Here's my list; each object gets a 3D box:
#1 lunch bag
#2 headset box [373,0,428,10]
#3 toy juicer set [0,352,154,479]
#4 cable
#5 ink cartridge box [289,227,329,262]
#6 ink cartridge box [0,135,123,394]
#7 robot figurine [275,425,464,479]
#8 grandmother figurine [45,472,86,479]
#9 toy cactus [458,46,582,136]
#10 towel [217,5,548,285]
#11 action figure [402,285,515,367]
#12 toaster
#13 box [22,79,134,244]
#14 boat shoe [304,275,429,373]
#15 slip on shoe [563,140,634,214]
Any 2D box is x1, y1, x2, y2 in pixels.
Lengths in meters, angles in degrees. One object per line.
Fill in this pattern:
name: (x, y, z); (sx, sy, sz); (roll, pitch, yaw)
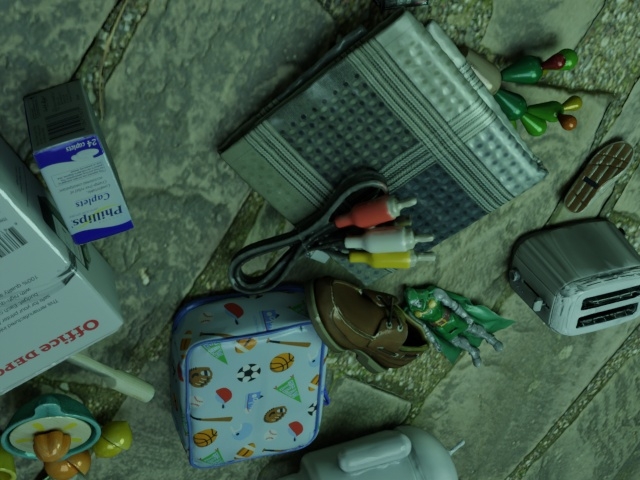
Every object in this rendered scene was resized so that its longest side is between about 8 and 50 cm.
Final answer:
lunch bag: (-0.102, 0.213, 1.314); (0.243, 0.115, 0.303); (-10, 130, -19)
headset box: (0.097, -0.317, 1.007); (0.062, 0.032, 0.083); (-12, 131, -15)
toy juicer set: (-0.350, 0.277, 1.234); (0.209, 0.089, 0.329); (18, 132, -36)
cable: (0.000, 0.000, 1.117); (0.287, 0.072, 0.139); (-16, 123, 11)
ink cartridge box: (0.010, -0.025, 1.216); (0.063, 0.029, 0.115); (21, 118, -34)
ink cartridge box: (-0.402, 0.031, 1.024); (0.211, 0.121, 0.289); (-28, 134, 1)
robot figurine: (0.095, 0.450, 1.534); (0.353, 0.200, 0.300); (-14, 137, -12)
grandmother figurine: (-0.516, 0.485, 1.381); (0.342, 0.104, 0.208); (-37, 160, 5)
toy cactus: (0.240, -0.183, 1.146); (0.180, 0.112, 0.219); (34, 118, -29)
towel: (0.081, -0.110, 1.112); (0.312, 0.056, 0.324); (-33, 124, 23)
action figure: (0.210, 0.135, 1.418); (0.137, 0.063, 0.232); (-42, 128, 18)
toaster: (0.427, 0.059, 1.384); (0.227, 0.146, 0.129); (-11, 132, -15)
box: (-0.274, -0.088, 0.976); (0.072, 0.126, 0.137); (-20, 132, -8)
boat shoe: (0.075, 0.114, 1.277); (0.104, 0.111, 0.307); (-17, 156, 18)
slip on shoe: (0.429, -0.097, 1.330); (0.135, 0.051, 0.041); (-55, 168, 14)
